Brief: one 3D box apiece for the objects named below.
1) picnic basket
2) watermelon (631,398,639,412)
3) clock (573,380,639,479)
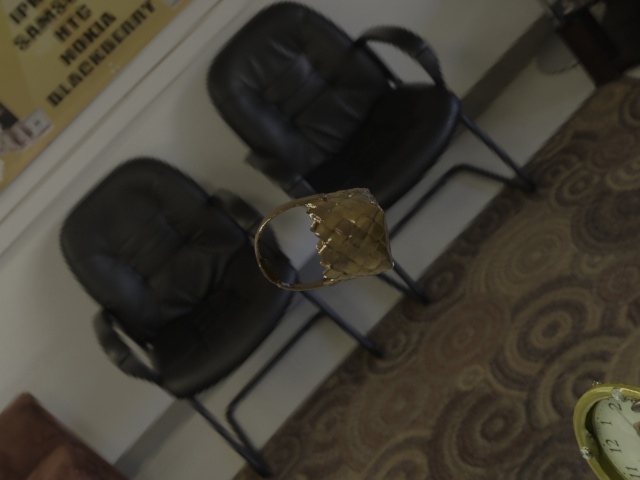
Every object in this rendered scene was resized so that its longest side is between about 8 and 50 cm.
[{"bbox_3d":[0.000,0.000,1.346,0.179,0.128,0.138,-17,16,-1],"label":"picnic basket"},{"bbox_3d":[0.440,0.152,0.882,0.279,0.360,0.278,-42,39,47],"label":"watermelon"},{"bbox_3d":[0.429,0.266,1.258,0.057,0.237,0.237,-38,19,-30],"label":"clock"}]
